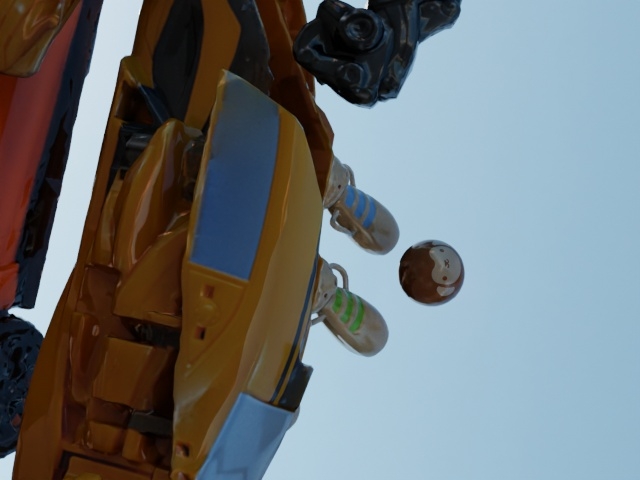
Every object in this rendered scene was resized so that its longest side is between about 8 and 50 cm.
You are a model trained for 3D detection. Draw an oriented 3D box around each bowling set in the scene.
[{"bbox_3d":[0.000,0.000,1.276,0.200,0.154,0.287,-16,-125,27],"label":"bowling set"}]

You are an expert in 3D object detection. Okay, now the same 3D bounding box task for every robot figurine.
[{"bbox_3d":[-0.066,-0.042,0.433,0.211,0.085,0.291,9,-96,28],"label":"robot figurine"}]
